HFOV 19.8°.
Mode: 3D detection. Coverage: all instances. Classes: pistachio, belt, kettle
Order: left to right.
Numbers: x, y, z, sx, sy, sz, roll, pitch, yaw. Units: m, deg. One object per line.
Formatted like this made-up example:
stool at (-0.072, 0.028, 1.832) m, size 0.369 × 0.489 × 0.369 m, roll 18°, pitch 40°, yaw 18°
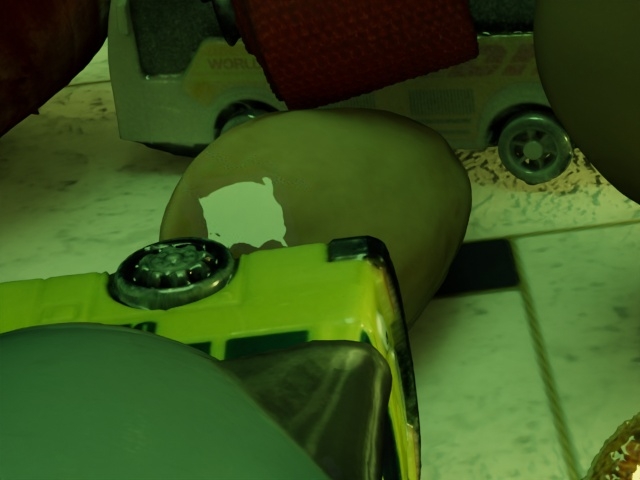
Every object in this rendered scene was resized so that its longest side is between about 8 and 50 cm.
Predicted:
kettle at (-0.101, 0.168, 0.455) m, size 0.319 × 0.247 × 0.342 m, roll -36°, pitch 22°, yaw 16°
belt at (-0.006, -0.157, 0.890) m, size 0.124 × 0.128 × 0.200 m, roll -18°, pitch 56°, yaw 4°
pistachio at (0.000, 0.000, 0.840) m, size 0.185 × 0.126 × 0.108 m, roll -22°, pitch -1°, yaw -44°

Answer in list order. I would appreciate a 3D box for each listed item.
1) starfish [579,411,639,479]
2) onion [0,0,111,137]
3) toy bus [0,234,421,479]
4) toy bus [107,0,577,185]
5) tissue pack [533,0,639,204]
starfish at (0.130, 0.144, 0.599) m, size 0.216 × 0.071 × 0.238 m, roll -7°, pitch 38°, yaw -9°
onion at (-0.276, -0.170, 1.043) m, size 0.341 × 0.341 × 0.341 m, roll -6°, pitch 28°, yaw 3°
toy bus at (-0.095, 0.090, 0.685) m, size 0.262 × 0.128 × 0.150 m, roll -7°, pitch 29°, yaw 6°
toy bus at (0.049, -0.110, 1.008) m, size 0.343 × 0.138 × 0.097 m, roll 3°, pitch 30°, yaw 18°
tissue pack at (0.261, -0.165, 0.750) m, size 0.277 × 0.387 × 0.267 m, roll 24°, pitch 4°, yaw -40°
